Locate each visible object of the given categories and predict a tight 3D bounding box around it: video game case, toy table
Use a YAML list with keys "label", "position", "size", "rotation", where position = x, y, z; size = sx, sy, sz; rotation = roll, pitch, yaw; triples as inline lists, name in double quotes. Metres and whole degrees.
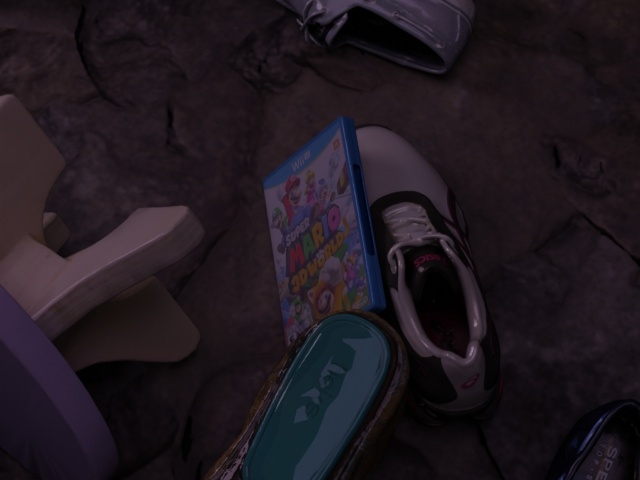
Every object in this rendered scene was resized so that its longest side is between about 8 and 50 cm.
- label: "video game case"
  position: [0.000, 0.000, 1.150]
  size: [0.015, 0.119, 0.166]
  rotation: [9, 60, -34]
- label: "toy table"
  position: [-0.209, 0.041, 1.073]
  size: [0.252, 0.274, 0.161]
  rotation: [11, 49, 41]

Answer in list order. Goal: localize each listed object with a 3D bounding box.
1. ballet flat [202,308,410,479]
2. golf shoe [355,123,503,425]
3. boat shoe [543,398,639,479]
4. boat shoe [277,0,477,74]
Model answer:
- label: "ballet flat"
  position: [-0.045, 0.209, 1.048]
  size: [0.123, 0.123, 0.348]
  rotation: [32, 75, 13]
- label: "golf shoe"
  position: [0.082, 0.009, 1.140]
  size: [0.105, 0.120, 0.273]
  rotation: [-18, 66, -7]
- label: "boat shoe"
  position: [0.178, 0.229, 1.055]
  size: [0.109, 0.089, 0.258]
  rotation: [14, 66, 6]
- label: "boat shoe"
  position: [0.022, -0.208, 1.258]
  size: [0.227, 0.079, 0.081]
  rotation: [19, 62, 5]
